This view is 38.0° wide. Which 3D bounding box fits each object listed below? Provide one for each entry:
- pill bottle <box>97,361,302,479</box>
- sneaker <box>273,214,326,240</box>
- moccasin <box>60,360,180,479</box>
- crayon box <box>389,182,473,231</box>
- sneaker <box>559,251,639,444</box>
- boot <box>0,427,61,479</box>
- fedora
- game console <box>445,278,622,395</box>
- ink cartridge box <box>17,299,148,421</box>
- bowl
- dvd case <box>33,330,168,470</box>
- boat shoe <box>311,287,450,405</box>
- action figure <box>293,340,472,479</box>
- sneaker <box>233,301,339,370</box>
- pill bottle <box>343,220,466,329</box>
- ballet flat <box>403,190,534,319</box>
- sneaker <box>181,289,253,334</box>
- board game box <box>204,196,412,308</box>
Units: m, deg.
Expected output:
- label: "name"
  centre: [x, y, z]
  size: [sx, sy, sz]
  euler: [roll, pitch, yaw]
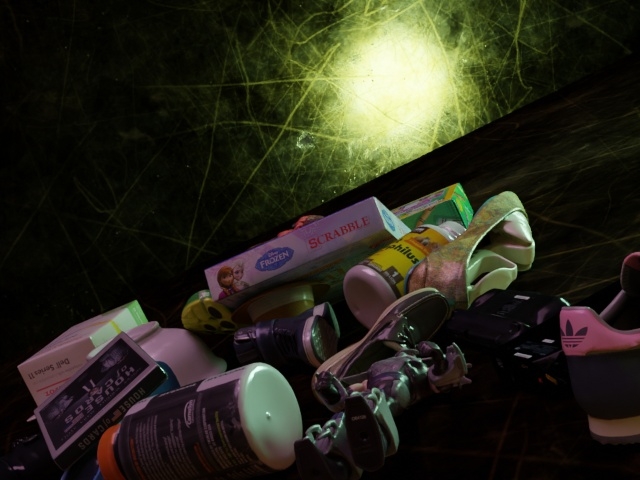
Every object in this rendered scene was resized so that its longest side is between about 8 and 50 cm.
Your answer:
- label: "pill bottle"
  centre: [-0.155, 0.241, 1.133]
  size: [0.245, 0.130, 0.130]
  euler: [-21, 9, 27]
- label: "sneaker"
  centre: [0.000, 0.001, 1.855]
  size: [0.135, 0.098, 0.276]
  euler: [-13, 8, 16]
- label: "moccasin"
  centre: [-0.295, 0.272, 1.342]
  size: [0.116, 0.138, 0.342]
  euler: [-28, 6, 14]
- label: "crayon box"
  centre: [0.176, -0.020, 1.968]
  size: [0.278, 0.081, 0.165]
  euler: [-23, 9, 18]
- label: "sneaker"
  centre: [0.344, 0.051, 0.842]
  size: [0.319, 0.131, 0.112]
  euler: [-30, 9, -30]
- label: "boot"
  centre: [-0.466, 0.355, 1.456]
  size: [0.207, 0.094, 0.246]
  euler: [-30, 2, -5]
- label: "fedora"
  centre: [-0.060, 0.134, 1.607]
  size: [0.194, 0.079, 0.194]
  euler: [-16, -17, -5]
- label: "game console"
  centre: [0.271, 0.095, 1.108]
  size: [0.213, 0.044, 0.361]
  euler: [-26, 8, -15]
- label: "ink cartridge box"
  centre: [-0.545, 0.270, 2.144]
  size: [0.207, 0.119, 0.353]
  euler: [-23, 8, 14]
- label: "bowl"
  centre: [-0.330, 0.236, 1.679]
  size: [0.297, 0.134, 0.298]
  euler: [-25, 7, 4]
- label: "dvd case"
  centre: [-0.314, 0.217, 1.306]
  size: [0.179, 0.029, 0.238]
  euler: [-43, 19, -14]
- label: "boat shoe"
  centre: [0.092, 0.145, 1.214]
  size: [0.223, 0.080, 0.073]
  euler: [-35, 19, -18]
- label: "action figure"
  centre: [0.069, 0.172, 1.031]
  size: [0.185, 0.099, 0.285]
  euler: [-27, 4, 24]
- label: "sneaker"
  centre: [-0.058, 0.167, 1.436]
  size: [0.163, 0.086, 0.226]
  euler: [-18, 4, 6]
- label: "pill bottle"
  centre: [0.147, 0.051, 1.476]
  size: [0.215, 0.117, 0.117]
  euler: [-30, 10, -32]
- label: "ballet flat"
  centre: [0.257, 0.024, 1.407]
  size: [0.123, 0.123, 0.348]
  euler: [-18, 11, 43]
- label: "sneaker"
  centre: [-0.184, 0.114, 1.746]
  size: [0.109, 0.124, 0.295]
  euler: [-2, -8, 10]
- label: "board game box"
  centre: [0.005, 0.047, 1.654]
  size: [0.318, 0.066, 0.318]
  euler: [-23, -18, 13]
